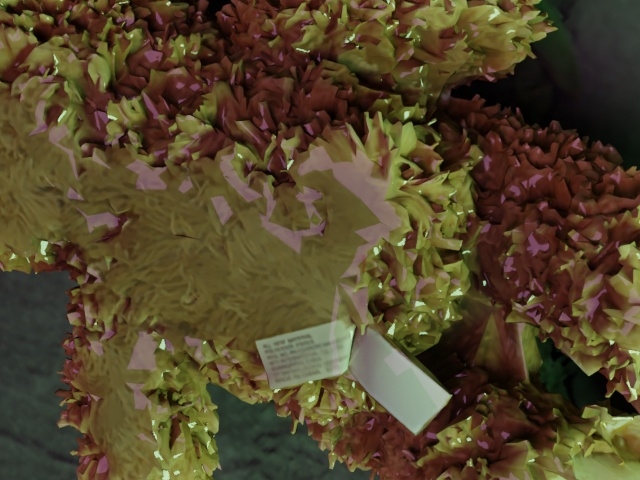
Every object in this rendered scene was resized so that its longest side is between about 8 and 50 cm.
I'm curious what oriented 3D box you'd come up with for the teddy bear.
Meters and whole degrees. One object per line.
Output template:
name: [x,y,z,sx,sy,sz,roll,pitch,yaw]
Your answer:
teddy bear: [0.000,0.000,0.549,0.338,0.113,0.245,10,107,17]
